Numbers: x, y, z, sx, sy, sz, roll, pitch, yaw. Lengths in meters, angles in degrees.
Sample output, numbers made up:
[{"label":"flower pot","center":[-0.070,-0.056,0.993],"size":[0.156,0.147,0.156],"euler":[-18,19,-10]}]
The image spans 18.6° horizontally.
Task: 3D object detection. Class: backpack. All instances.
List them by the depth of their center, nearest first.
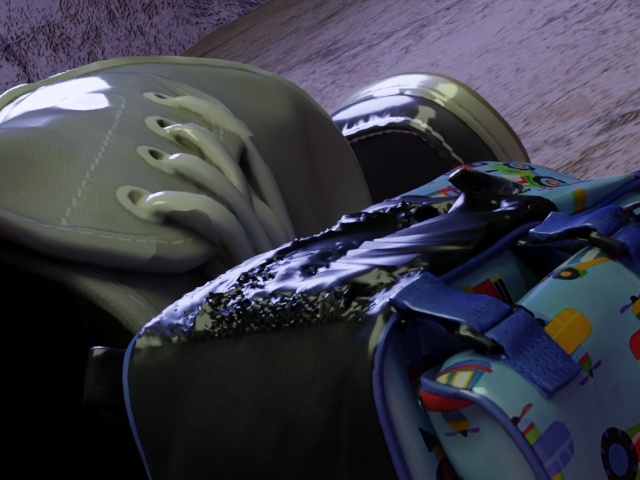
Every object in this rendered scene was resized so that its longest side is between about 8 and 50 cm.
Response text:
[{"label":"backpack","center":[0.058,0.056,0.426],"size":[0.117,0.158,0.173],"euler":[-12,10,40]}]

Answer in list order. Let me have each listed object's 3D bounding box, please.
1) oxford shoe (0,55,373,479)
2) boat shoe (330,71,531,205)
[{"label":"oxford shoe","center":[-0.057,0.029,0.528],"size":[0.130,0.169,0.449],"euler":[-25,1,24]},{"label":"boat shoe","center":[0.000,0.000,0.977],"size":[0.092,0.103,0.285],"euler":[-45,12,-30]}]
